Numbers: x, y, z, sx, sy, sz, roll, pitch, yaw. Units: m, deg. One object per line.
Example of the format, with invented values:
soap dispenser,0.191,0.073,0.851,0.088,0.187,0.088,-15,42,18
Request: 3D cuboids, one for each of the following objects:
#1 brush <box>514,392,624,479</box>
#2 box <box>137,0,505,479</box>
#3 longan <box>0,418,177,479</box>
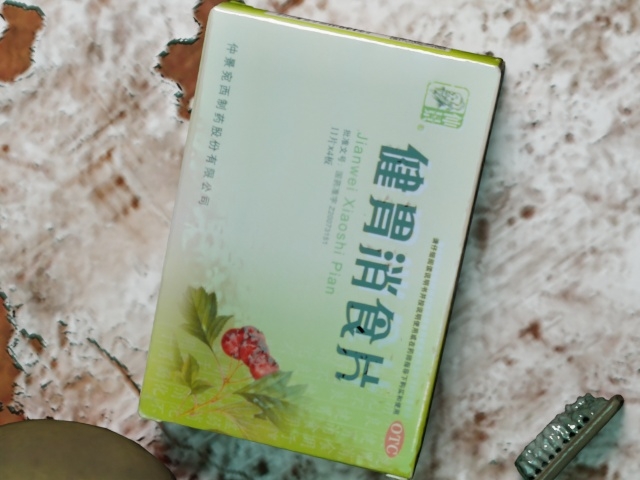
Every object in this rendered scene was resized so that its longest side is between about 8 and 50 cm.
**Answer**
brush,0.116,0.161,1.194,0.027,0.034,0.190,42,104,8
box,0.000,-0.001,1.164,0.175,0.062,0.260,13,102,6
longan,-0.173,0.193,1.176,0.189,0.189,0.189,2,101,8
